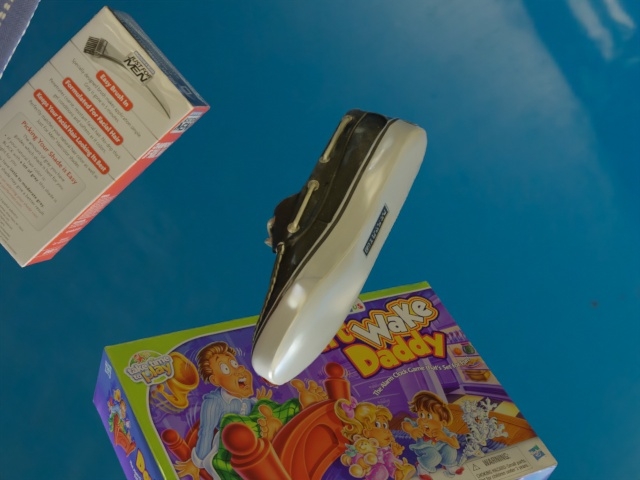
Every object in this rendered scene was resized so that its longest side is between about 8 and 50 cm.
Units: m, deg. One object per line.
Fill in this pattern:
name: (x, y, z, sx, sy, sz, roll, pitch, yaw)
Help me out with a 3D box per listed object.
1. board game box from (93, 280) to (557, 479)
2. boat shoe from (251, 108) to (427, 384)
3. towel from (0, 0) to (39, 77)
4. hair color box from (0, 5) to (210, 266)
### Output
board game box: (0.004, 0.171, 0.910, 0.347, 0.233, 0.078, -10, -41, -31)
boat shoe: (0.000, 0.000, 0.738, 0.219, 0.070, 0.078, -59, -24, -21)
towel: (-0.285, -0.237, 0.541, 0.336, 0.040, 0.243, 33, -109, -39)
hair color box: (-0.171, -0.071, 0.715, 0.167, 0.053, 0.093, -41, -90, 11)
